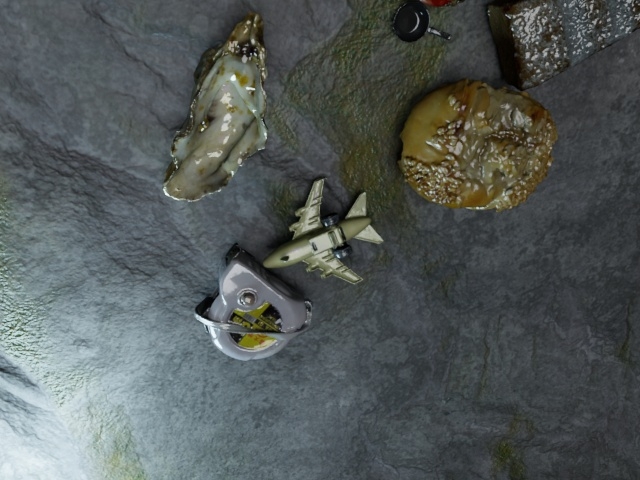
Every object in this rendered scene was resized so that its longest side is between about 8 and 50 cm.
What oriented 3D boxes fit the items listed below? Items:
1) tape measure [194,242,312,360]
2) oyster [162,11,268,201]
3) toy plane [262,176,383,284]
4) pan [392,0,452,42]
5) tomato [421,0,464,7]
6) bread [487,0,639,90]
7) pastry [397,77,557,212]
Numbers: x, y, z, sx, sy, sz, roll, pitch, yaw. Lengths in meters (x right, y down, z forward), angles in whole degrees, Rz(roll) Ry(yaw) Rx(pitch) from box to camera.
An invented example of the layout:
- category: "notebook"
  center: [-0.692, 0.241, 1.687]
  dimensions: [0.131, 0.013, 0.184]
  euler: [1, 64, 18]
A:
- category: "tape measure"
  center: [-0.142, 0.150, 1.097]
  dimensions: [0.236, 0.120, 0.197]
  euler: [38, 97, -23]
- category: "oyster"
  center: [-0.168, -0.219, 0.904]
  dimensions: [0.166, 0.110, 0.341]
  euler: [9, 118, -11]
- category: "toy plane"
  center: [0.000, 0.000, 1.057]
  dimensions: [0.244, 0.092, 0.229]
  euler: [-24, 102, -13]
- category: "pan"
  center: [0.180, -0.381, 0.945]
  dimensions: [0.115, 0.023, 0.068]
  euler: [15, 112, -17]
- category: "tomato"
  center: [0.196, -0.462, 0.872]
  dimensions: [0.159, 0.091, 0.139]
  euler: [-30, 134, -28]
- category: "bread"
  center: [0.508, -0.442, 0.941]
  dimensions: [0.416, 0.113, 0.165]
  euler: [-30, 118, 5]
- category: "pastry"
  center: [0.307, -0.166, 1.006]
  dimensions: [0.310, 0.162, 0.255]
  euler: [5, 125, -14]
